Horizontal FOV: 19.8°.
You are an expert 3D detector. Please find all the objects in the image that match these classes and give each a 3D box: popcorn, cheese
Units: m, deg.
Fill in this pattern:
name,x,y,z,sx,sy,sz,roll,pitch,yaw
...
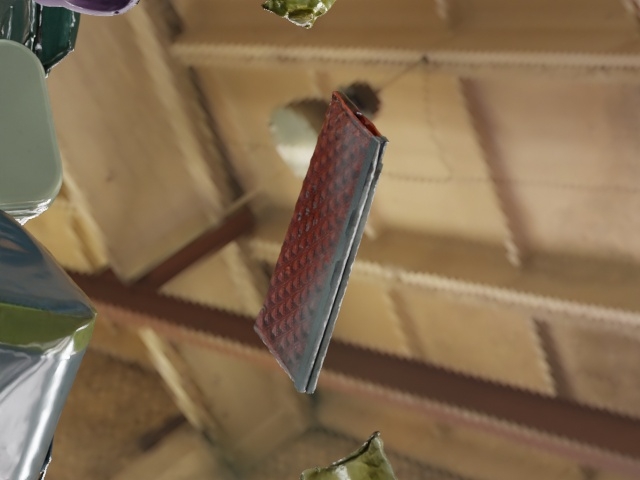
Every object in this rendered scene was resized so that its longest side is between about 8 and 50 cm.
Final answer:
name,x,y,z,sx,sy,sz,roll,pitch,yaw
popcorn,-0.018,-0.223,1.564,0.059,0.068,0.083,-23,-104,53
cheese,0.020,0.195,1.453,0.041,0.084,0.060,69,-2,-65

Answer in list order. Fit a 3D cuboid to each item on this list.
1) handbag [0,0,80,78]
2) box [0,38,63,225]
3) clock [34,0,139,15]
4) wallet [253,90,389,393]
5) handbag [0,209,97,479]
name,x,y,z,sx,sy,sz,roll,pitch,yaw
handbag,-0.382,-0.245,2.175,0.089,0.238,0.326,18,-35,-28
box,-0.474,-0.046,1.797,0.344,0.352,0.177,-38,-118,58
clock,-0.211,-0.274,1.739,0.153,0.110,0.050,-45,-131,54
wallet,0.000,0.000,1.312,0.103,0.020,0.196,49,-53,57
handbag,-0.293,0.099,1.228,0.263,0.222,0.241,36,-72,53
